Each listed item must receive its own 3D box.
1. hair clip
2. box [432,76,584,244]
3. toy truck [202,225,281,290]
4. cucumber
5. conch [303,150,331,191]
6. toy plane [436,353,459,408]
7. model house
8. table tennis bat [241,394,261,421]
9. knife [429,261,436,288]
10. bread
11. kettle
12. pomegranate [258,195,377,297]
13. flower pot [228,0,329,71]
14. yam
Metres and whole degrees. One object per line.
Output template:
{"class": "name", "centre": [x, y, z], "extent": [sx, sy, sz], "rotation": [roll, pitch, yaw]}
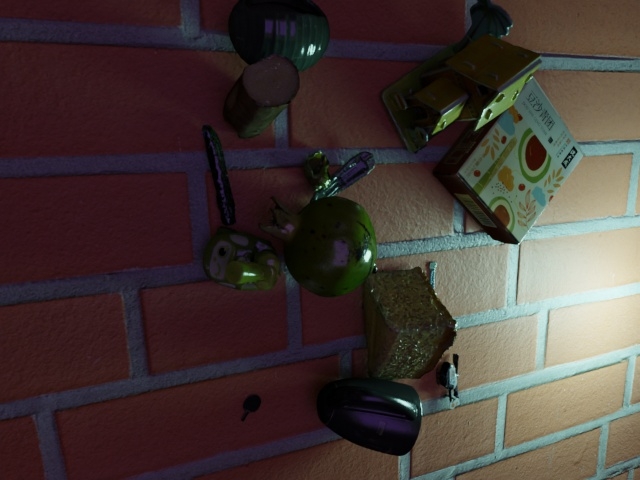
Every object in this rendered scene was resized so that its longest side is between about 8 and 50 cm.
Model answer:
{"class": "hair clip", "centre": [0.058, -0.169, 1.248], "extent": [0.229, 0.036, 0.066], "rotation": [-39, 112, -7]}
{"class": "box", "centre": [0.597, -0.243, 1.400], "extent": [0.344, 0.122, 0.385], "rotation": [41, 84, -23]}
{"class": "toy truck", "centre": [-0.182, 0.062, 1.121], "extent": [0.187, 0.210, 0.148], "rotation": [14, 95, -41]}
{"class": "cucumber", "centre": [-0.253, -0.163, 1.124], "extent": [0.043, 0.043, 0.257], "rotation": [-16, 105, -23]}
{"class": "conch", "centre": [-0.008, -0.187, 1.197], "extent": [0.089, 0.074, 0.121], "rotation": [37, 61, -54]}
{"class": "toy plane", "centre": [0.446, 0.491, 1.528], "extent": [0.078, 0.053, 0.197], "rotation": [-13, 101, -28]}
{"class": "model house", "centre": [0.354, -0.445, 1.154], "extent": [0.300, 0.323, 0.340], "rotation": [-36, 111, -12]}
{"class": "table tennis bat", "centre": [-0.205, 0.486, 1.291], "extent": [0.050, 0.007, 0.083], "rotation": [32, 86, -24]}
{"class": "knife", "centre": [0.363, 0.116, 1.441], "extent": [0.027, 0.010, 0.096], "rotation": [-4, 102, -20]}
{"class": "bread", "centre": [0.245, 0.265, 1.397], "extent": [0.248, 0.279, 0.315], "rotation": [-5, 145, -20]}
{"class": "kettle", "centre": [0.138, 0.488, 1.303], "extent": [0.290, 0.268, 0.208], "rotation": [20, 53, -14]}
{"class": "pomegranate", "centre": [0.000, 0.000, 1.145], "extent": [0.340, 0.260, 0.261], "rotation": [26, 90, -28]}
{"class": "flower pot", "centre": [-0.094, -0.486, 1.042], "extent": [0.242, 0.189, 0.157], "rotation": [-11, 144, -25]}
{"class": "yam", "centre": [-0.146, -0.327, 1.037], "extent": [0.129, 0.238, 0.128], "rotation": [1, 85, -23]}
